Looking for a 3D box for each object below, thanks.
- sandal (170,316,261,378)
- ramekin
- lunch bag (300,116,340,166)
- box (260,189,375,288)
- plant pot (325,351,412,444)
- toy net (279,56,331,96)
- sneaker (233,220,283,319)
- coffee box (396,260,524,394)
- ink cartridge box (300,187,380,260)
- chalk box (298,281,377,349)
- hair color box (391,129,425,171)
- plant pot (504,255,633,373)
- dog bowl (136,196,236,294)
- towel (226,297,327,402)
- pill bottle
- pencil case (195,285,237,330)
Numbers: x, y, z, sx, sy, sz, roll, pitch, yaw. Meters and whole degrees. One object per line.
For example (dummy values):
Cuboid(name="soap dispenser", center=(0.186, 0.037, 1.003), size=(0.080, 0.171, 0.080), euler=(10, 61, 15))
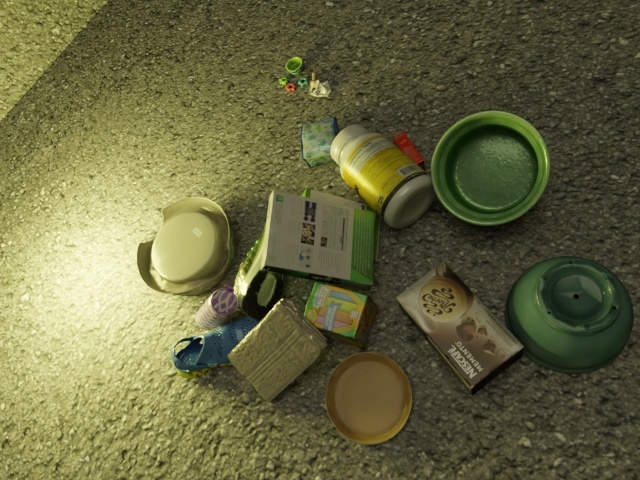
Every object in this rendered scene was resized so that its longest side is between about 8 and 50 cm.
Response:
Cuboid(name="sandal", center=(-0.315, 0.317, 1.428), size=(0.317, 0.138, 0.126), euler=(-27, 59, 3))
Cuboid(name="ramekin", center=(0.474, -0.195, 1.329), size=(0.303, 0.148, 0.303), euler=(3, 96, 26))
Cuboid(name="lunch bag", center=(0.002, -0.342, 1.642), size=(0.128, 0.096, 0.151), euler=(-11, 73, 14))
Cuboid(name="box", center=(0.000, 0.000, 1.376), size=(0.322, 0.058, 0.232), euler=(11, 67, -15))
Cuboid(name="plant pot", center=(0.130, 0.422, 1.289), size=(0.236, 0.032, 0.236), euler=(-7, 65, 16))
Cuboid(name="toy net", center=(-0.060, -0.602, 1.809), size=(0.122, 0.045, 0.232), euler=(-46, 61, -5))
Cuboid(name="sneaker", center=(-0.187, 0.047, 1.511), size=(0.182, 0.158, 0.410), euler=(-1, 55, 43))
Cuboid(name="coffee box", center=(0.359, 0.226, 1.250), size=(0.168, 0.119, 0.297), euler=(-37, 60, -1))
Cuboid(name="ink cartridge box", center=(0.050, -0.033, 1.491), size=(0.255, 0.097, 0.189), euler=(14, 66, -15))
Cuboid(name="chalk box", center=(0.034, 0.207, 1.362), size=(0.213, 0.132, 0.132), euler=(11, 71, 24))
Cuboid(name="hair color box", center=(0.282, -0.278, 1.532), size=(0.043, 0.072, 0.141), euler=(-29, 62, 3))
Cuboid(name="plant pot", center=(0.605, 0.158, 1.156), size=(0.293, 0.196, 0.293), euler=(-8, 64, 16))
Cuboid(name="dog bowl", center=(-0.443, 0.029, 1.620), size=(0.348, 0.102, 0.349), euler=(-7, 65, 15))
Cuboid(name="towel", center=(-0.122, 0.306, 1.329), size=(0.187, 0.049, 0.282), euler=(47, 113, 6))
Cuboid(name="pill bottle", center=(0.182, -0.207, 1.468), size=(0.188, 0.188, 0.334), euler=(-39, 60, -1))
Cuboid(name="pencil case", center=(-0.316, 0.210, 1.450), size=(0.086, 0.206, 0.088), euler=(41, 55, -7))
